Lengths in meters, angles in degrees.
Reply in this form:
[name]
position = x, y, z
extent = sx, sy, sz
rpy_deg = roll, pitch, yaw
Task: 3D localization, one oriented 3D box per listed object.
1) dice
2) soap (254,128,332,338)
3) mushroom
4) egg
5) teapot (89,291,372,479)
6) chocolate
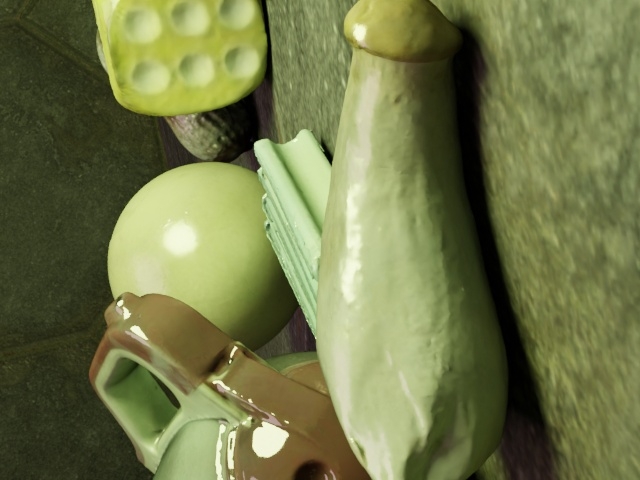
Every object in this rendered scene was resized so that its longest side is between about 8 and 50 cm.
[dice]
position = -0.157, -0.244, 1.026
extent = 0.169, 0.169, 0.166
rpy_deg = -118, 18, -51
[soap]
position = 0.000, 0.000, 0.809
extent = 0.198, 0.063, 0.115
rpy_deg = -117, 17, -51
[mushroom]
position = 0.043, 0.001, 0.530
extent = 0.118, 0.103, 0.270
rpy_deg = -166, 69, -77
[egg]
position = -0.121, 0.024, 1.027
extent = 0.269, 0.219, 0.219
rpy_deg = 128, 128, -77
[teapot]
position = -0.047, 0.173, 0.721
extent = 0.315, 0.233, 0.312
rpy_deg = 35, 148, 8
[chocolate]
position = -0.183, -0.195, 1.189
extent = 0.248, 0.110, 0.110
rpy_deg = 44, 170, -6
